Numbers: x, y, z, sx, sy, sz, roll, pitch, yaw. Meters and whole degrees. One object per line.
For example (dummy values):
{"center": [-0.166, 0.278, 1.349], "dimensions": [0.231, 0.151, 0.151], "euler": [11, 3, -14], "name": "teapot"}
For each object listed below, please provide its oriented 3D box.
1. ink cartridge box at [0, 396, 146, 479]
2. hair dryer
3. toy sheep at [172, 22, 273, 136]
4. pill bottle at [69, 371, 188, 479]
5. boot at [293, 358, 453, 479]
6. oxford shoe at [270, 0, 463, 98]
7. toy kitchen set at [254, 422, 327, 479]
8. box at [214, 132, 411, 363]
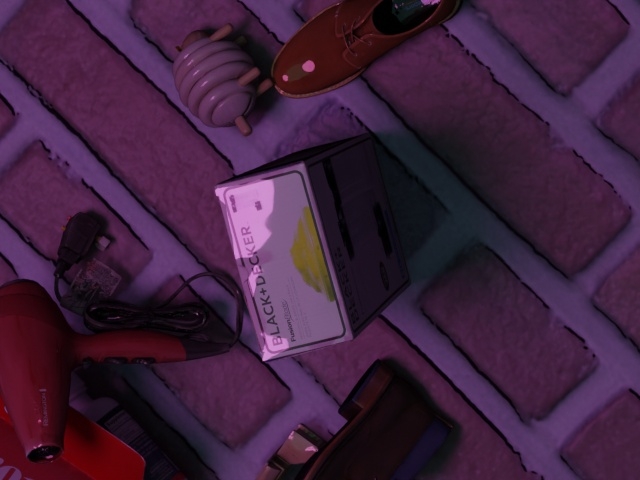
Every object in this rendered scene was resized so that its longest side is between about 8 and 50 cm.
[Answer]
{"center": [-0.347, 0.267, 1.840], "dimensions": [0.309, 0.130, 0.272], "euler": [29, 127, 20], "name": "ink cartridge box"}
{"center": [-0.221, 0.097, 1.795], "dimensions": [0.223, 0.293, 0.080], "euler": [25, 143, 11], "name": "hair dryer"}
{"center": [-0.100, -0.158, 1.816], "dimensions": [0.091, 0.091, 0.132], "euler": [-40, 60, 15], "name": "toy sheep"}
{"center": [-0.231, 0.226, 1.893], "dimensions": [0.108, 0.108, 0.180], "euler": [-44, 86, 15], "name": "pill bottle"}
{"center": [0.041, 0.234, 1.812], "dimensions": [0.106, 0.082, 0.219], "euler": [35, 74, -2], "name": "boot"}
{"center": [0.036, -0.205, 1.784], "dimensions": [0.212, 0.076, 0.076], "euler": [-30, 92, 17], "name": "oxford shoe"}
{"center": [-0.023, 0.248, 1.867], "dimensions": [0.075, 0.068, 0.083], "euler": [36, 105, 6], "name": "toy kitchen set"}
{"center": [0.000, 0.000, 1.711], "dimensions": [0.087, 0.290, 0.169], "euler": [-14, 94, 15], "name": "box"}
